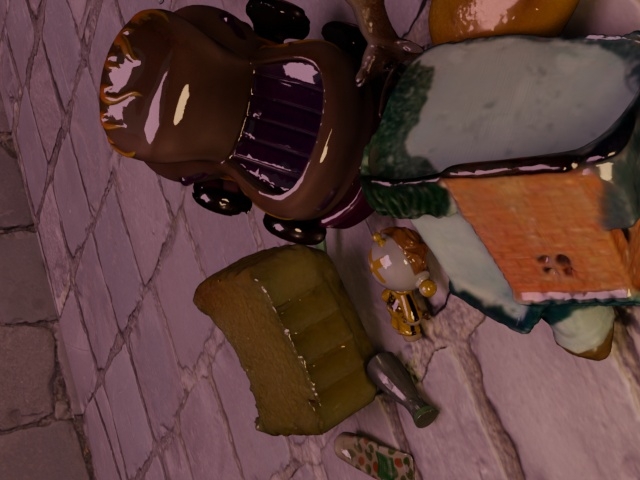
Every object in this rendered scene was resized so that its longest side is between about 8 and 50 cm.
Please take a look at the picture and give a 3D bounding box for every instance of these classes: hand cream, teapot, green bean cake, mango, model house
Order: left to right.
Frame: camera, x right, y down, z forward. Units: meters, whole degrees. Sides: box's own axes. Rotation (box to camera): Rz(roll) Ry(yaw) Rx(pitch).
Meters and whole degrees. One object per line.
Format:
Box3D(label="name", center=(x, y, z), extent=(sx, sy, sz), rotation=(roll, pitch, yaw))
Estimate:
Box3D(label="green bean cake", center=(-0.042, 0.128, 1.525), extent=(0.233, 0.124, 0.236), rotation=(-19, 98, 62))
Box3D(label="hand cream", center=(0.069, 0.281, 1.513), extent=(0.165, 0.037, 0.057), rotation=(14, 110, 56))
Box3D(label="teapot", center=(0.099, 0.180, 1.403), extent=(0.110, 0.043, 0.043), rotation=(49, 139, 45))
Box3D(label="mango", center=(0.180, -0.238, 1.054), extent=(0.227, 0.099, 0.136), rotation=(-47, 51, 48))
Box3D(label="model house", center=(0.201, -0.016, 1.027), extent=(0.253, 0.184, 0.291), rotation=(-2, 131, 37))

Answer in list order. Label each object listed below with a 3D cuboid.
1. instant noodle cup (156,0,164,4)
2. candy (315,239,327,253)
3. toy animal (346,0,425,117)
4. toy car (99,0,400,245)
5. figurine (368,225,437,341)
Box3D(label="instant noodle cup", center=(-0.168, -0.439, 1.669), extent=(0.177, 0.125, 0.208), rotation=(68, 151, 24))
Box3D(label="candy", center=(0.000, 0.000, 1.537), extent=(0.092, 0.093, 0.335), rotation=(-52, -44, -64))
Box3D(label="toy animal", center=(0.050, -0.278, 1.231), extent=(0.087, 0.260, 0.243), rotation=(-12, 59, 41))
Box3D(label="toy car", center=(-0.085, -0.149, 1.350), extent=(0.341, 0.240, 0.271), rotation=(21, 99, 30))
Box3D(label="figurine", center=(0.091, 0.047, 1.357), extent=(0.101, 0.068, 0.143), rotation=(57, 158, 32))
